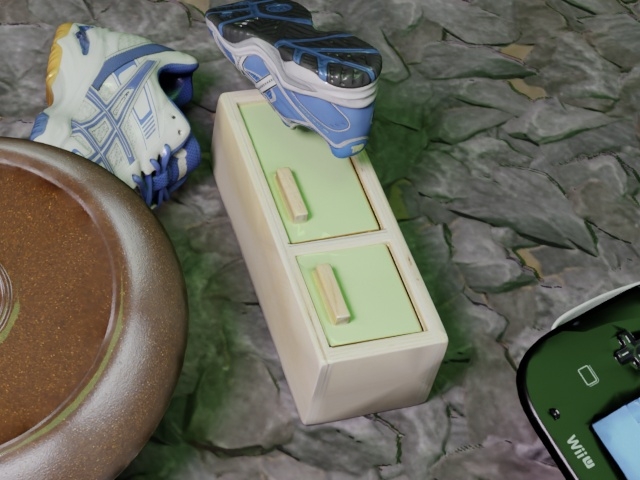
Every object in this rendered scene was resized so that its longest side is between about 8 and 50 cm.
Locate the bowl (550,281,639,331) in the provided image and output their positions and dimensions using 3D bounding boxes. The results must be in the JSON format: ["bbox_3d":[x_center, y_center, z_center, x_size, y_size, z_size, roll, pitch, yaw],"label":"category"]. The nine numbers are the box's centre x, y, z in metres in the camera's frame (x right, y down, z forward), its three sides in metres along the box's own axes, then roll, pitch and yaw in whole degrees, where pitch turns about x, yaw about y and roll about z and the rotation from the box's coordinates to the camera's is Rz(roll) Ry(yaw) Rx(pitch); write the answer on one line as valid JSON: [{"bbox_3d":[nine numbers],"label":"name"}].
[{"bbox_3d":[0.255,0.107,1.099,0.142,0.053,0.142,-19,57,-25],"label":"bowl"}]

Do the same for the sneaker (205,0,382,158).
[{"bbox_3d":[-0.028,-0.133,1.114,0.080,0.081,0.211,-18,35,-23],"label":"sneaker"}]

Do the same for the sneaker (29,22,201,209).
[{"bbox_3d":[-0.159,-0.062,1.116,0.131,0.112,0.296,7,51,-6],"label":"sneaker"}]

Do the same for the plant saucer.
[{"bbox_3d":[-0.244,0.051,0.946,0.311,0.050,0.310,0,61,1],"label":"plant saucer"}]

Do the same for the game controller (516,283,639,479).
[{"bbox_3d":[0.271,0.181,0.978,0.166,0.067,0.319,-23,69,-25],"label":"game controller"}]

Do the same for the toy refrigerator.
[{"bbox_3d":[0.000,0.000,1.108,0.102,0.094,0.269,-8,54,-18],"label":"toy refrigerator"}]
